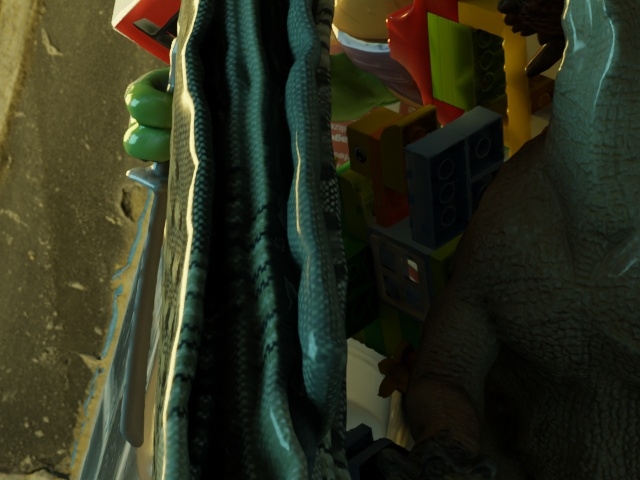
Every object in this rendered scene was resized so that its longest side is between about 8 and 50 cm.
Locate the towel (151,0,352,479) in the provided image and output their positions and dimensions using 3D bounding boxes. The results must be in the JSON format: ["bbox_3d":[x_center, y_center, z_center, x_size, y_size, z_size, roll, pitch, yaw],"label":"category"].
[{"bbox_3d":[-0.021,0.069,0.528,0.324,0.056,0.312,97,174,-46],"label":"towel"}]

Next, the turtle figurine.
[{"bbox_3d":[0.019,-0.067,0.687,0.198,0.266,0.274,22,62,44],"label":"turtle figurine"}]

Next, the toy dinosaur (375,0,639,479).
[{"bbox_3d":[0.087,0.016,0.516,0.200,0.127,0.295,-76,-5,-45],"label":"toy dinosaur"}]

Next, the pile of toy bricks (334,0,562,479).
[{"bbox_3d":[0.026,0.019,0.617,0.105,0.118,0.212,27,135,40],"label":"pile of toy bricks"}]

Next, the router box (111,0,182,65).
[{"bbox_3d":[0.005,-0.303,1.177,0.301,0.082,0.335,-39,31,36],"label":"router box"}]

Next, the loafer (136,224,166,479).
[{"bbox_3d":[-0.021,0.004,1.139,0.130,0.134,0.366,-50,31,45],"label":"loafer"}]

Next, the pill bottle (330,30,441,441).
[{"bbox_3d":[0.000,0.000,0.975,0.121,0.121,0.216,120,162,-57],"label":"pill bottle"}]
